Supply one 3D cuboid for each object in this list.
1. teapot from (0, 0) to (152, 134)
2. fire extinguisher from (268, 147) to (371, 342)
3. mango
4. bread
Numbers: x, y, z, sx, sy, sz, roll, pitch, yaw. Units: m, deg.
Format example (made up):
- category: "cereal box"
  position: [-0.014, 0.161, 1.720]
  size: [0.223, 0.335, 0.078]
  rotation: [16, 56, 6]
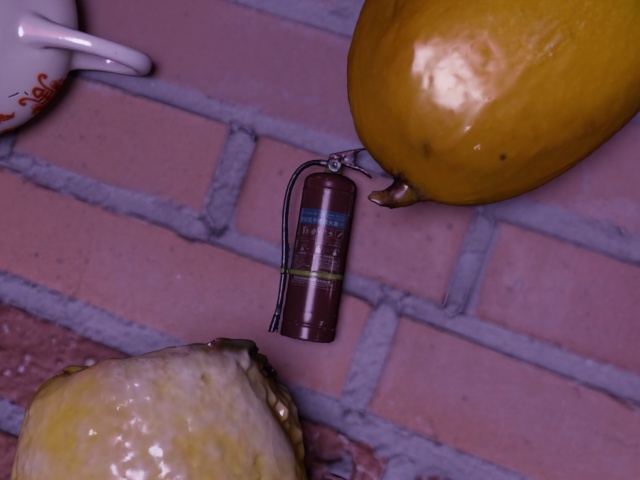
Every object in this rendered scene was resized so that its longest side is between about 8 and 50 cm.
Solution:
- category: "teapot"
  position: [-0.239, -0.147, 0.573]
  size: [0.245, 0.116, 0.159]
  rotation: [19, 78, 5]
- category: "fire extinguisher"
  position: [0.000, 0.000, 0.549]
  size: [0.056, 0.039, 0.132]
  rotation: [8, 87, 1]
- category: "mango"
  position: [0.132, -0.143, 0.502]
  size: [0.317, 0.119, 0.176]
  rotation: [-44, 78, -5]
- category: "bread"
  position: [-0.083, 0.152, 0.484]
  size: [0.197, 0.197, 0.171]
  rotation: [-5, 75, 9]
